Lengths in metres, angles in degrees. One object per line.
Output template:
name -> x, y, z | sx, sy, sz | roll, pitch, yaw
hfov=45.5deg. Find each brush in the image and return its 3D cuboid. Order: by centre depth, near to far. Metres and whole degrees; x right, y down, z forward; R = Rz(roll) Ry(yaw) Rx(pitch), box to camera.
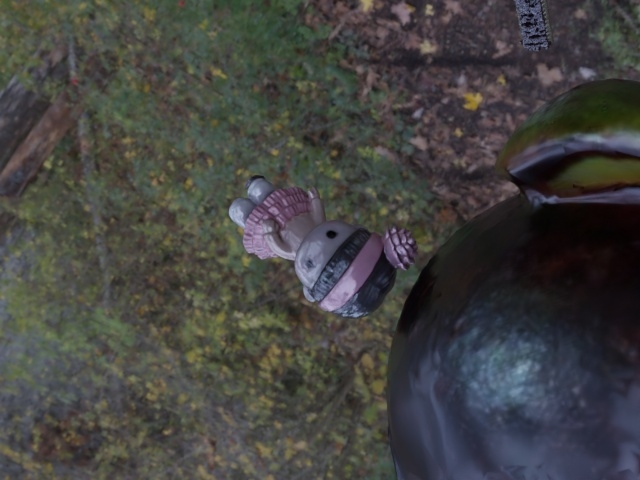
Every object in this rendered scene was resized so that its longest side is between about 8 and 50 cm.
brush -> 0.242, -0.317, 0.904 | 0.043, 0.036, 0.248 | -3, 147, 22

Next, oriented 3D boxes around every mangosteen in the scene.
mangosteen -> 0.181, 0.074, 0.406 | 0.311, 0.311, 0.311 | 19, 158, 8

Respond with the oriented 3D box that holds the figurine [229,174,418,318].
figurine -> 0.000, 0.000, 0.504 | 0.129, 0.072, 0.054 | 34, 166, 34
